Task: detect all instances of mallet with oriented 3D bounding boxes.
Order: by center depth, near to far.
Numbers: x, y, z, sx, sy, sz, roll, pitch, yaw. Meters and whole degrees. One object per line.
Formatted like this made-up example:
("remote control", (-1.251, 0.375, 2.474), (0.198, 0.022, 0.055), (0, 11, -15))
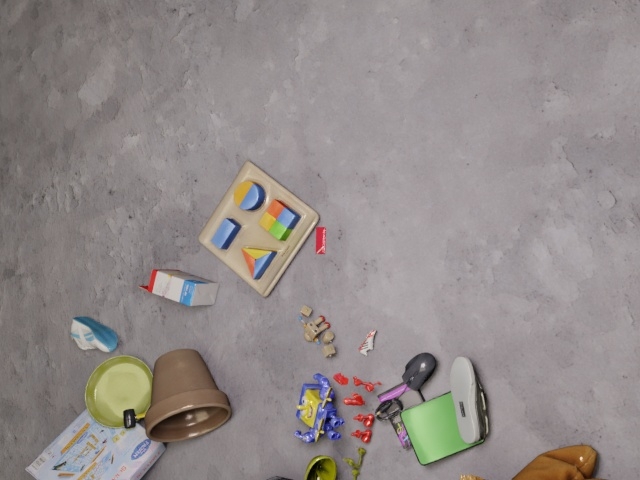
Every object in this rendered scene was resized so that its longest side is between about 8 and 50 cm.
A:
("mallet", (-0.571, 0.573, 1.845), (0.189, 0.039, 0.063), (-19, 70, -10))

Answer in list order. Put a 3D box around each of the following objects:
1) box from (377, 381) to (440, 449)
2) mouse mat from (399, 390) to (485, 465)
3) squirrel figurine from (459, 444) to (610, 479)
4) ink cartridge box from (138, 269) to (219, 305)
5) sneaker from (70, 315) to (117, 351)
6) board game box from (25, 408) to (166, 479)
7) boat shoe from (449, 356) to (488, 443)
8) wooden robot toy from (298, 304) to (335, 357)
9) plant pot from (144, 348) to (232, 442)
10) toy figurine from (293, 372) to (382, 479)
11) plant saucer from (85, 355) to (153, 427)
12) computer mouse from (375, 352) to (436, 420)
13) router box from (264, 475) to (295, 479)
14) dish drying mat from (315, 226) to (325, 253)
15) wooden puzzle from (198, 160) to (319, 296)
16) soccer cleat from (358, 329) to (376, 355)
("box", (0.245, 0.479, 1.522), (0.116, 0.029, 0.162), (-32, 72, 17))
("mouse mat", (0.325, 0.500, 1.470), (0.189, 0.007, 0.153), (-23, 76, 6))
("squirrel figurine", (0.479, 0.648, 1.212), (0.396, 0.370, 0.281), (-12, 81, 23))
("ink cartridge box", (-0.472, 0.149, 1.820), (0.230, 0.134, 0.078), (15, 92, 24))
("sneaker", (-0.824, 0.359, 1.997), (0.228, 0.087, 0.092), (22, 102, 31))
("board game box", (-0.744, 0.728, 1.826), (0.317, 0.066, 0.319), (26, 53, 25))
("boat shoe", (0.394, 0.414, 1.438), (0.077, 0.070, 0.220), (-15, 78, 58))
("wooden robot toy", (-0.014, 0.281, 1.651), (0.173, 0.076, 0.079), (52, 141, 19))
("plant pot", (-0.431, 0.475, 1.733), (0.263, 0.263, 0.230), (-34, 55, 18))
("toy figurine", (0.013, 0.520, 1.594), (0.217, 0.191, 0.363), (26, 108, 56))
("plant saucer", (-0.690, 0.523, 1.899), (0.240, 0.037, 0.241), (0, 71, 0))
("computer mouse", (0.229, 0.404, 1.499), (0.071, 0.041, 0.242), (40, 101, 22))
("router box", (-0.081, 0.839, 1.539), (0.243, 0.080, 0.309), (-39, 65, 60))
("dish drying mat", (0.000, 0.000, 1.686), (0.032, 0.008, 0.084), (-1, 85, 25))
("wooden puzzle", (-0.217, -0.043, 1.750), (0.347, 0.080, 0.322), (39, 102, 22))
("soccer cleat", (0.143, 0.296, 1.586), (0.035, 0.029, 0.083), (36, 103, 14))
